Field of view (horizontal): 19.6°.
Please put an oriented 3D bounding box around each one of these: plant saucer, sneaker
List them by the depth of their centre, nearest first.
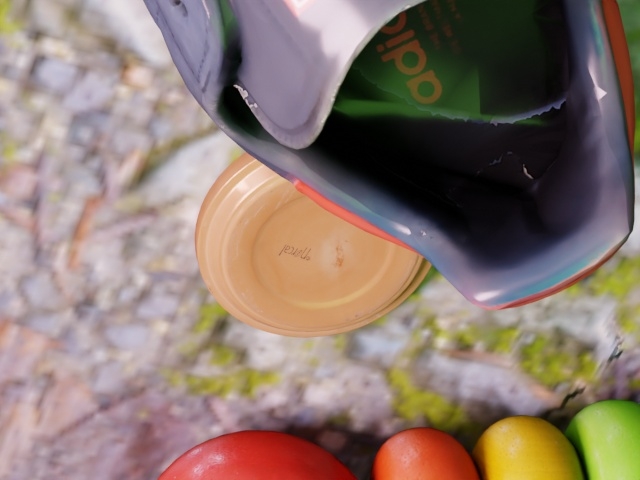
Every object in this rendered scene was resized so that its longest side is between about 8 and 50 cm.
[{"bbox_3d":[-0.021,-0.116,0.443,0.131,0.148,0.350,-36,125,15],"label":"sneaker"},{"bbox_3d":[0.000,0.000,0.618,0.083,0.013,0.083,-5,126,-7],"label":"plant saucer"}]

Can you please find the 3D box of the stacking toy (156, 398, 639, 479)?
[{"bbox_3d":[0.099,0.114,0.657,0.330,0.141,0.141,-2,126,-5],"label":"stacking toy"}]
